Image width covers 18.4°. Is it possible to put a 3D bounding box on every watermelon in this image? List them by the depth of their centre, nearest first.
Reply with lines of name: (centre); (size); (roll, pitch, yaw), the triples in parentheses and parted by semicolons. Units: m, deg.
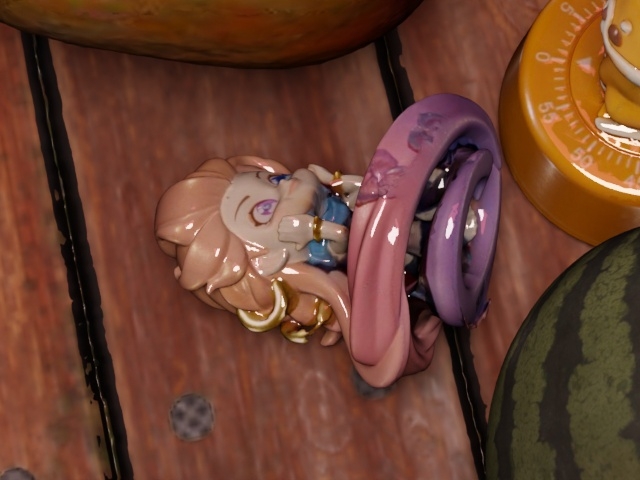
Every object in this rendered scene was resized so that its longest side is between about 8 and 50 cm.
watermelon: (0.167, 0.087, 0.764); (0.212, 0.212, 0.212); (-1, 75, 4)

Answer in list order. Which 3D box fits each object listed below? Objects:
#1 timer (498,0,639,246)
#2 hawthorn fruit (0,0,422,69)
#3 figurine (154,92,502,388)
timer: (0.142, -0.075, 0.833); (0.132, 0.152, 0.132); (-1, 75, 4)
hawthorn fruit: (-0.028, -0.203, 0.827); (0.301, 0.268, 0.267); (9, 76, -3)
figurine: (0.007, 0.006, 0.855); (0.157, 0.114, 0.126); (-15, 38, 29)
